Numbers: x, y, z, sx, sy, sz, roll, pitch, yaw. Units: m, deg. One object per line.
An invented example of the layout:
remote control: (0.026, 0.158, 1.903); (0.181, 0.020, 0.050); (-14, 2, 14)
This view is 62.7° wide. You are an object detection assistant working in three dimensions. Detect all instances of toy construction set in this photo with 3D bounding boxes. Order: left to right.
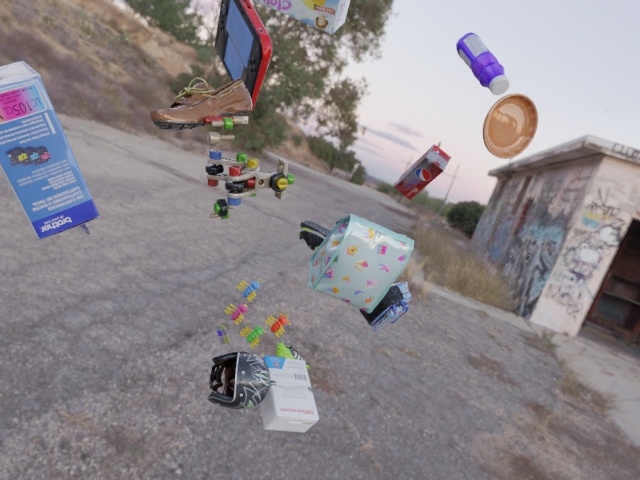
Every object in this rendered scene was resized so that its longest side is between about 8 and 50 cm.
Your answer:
toy construction set: (-0.218, -0.238, 1.626); (0.237, 0.308, 0.257); (-9, 1, -27)

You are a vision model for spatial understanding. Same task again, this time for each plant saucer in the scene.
plant saucer: (0.579, -0.353, 1.621); (0.200, 0.200, 0.037); (21, 11, -28)

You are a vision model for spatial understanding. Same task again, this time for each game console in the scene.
game console: (-0.311, -0.743, 2.019); (0.060, 0.342, 0.386); (-12, 64, -31)

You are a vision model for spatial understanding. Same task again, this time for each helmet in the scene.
helmet: (-0.216, 0.381, 1.434); (0.162, 0.169, 0.169); (-11, -8, 21)

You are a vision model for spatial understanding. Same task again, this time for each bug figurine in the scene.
bug figurine: (-0.269, 0.308, 2.200); (0.279, 0.216, 0.072); (50, 9, 12)

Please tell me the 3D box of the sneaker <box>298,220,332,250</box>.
sneaker: (0.000, 0.000, 2.107); (0.084, 0.097, 0.235); (-3, 25, -44)

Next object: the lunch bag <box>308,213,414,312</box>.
lunch bag: (0.116, 0.052, 1.530); (0.223, 0.262, 0.160); (23, 33, -16)

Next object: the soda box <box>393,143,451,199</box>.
soda box: (0.400, -0.266, 2.079); (0.092, 0.083, 0.263); (37, -29, -5)

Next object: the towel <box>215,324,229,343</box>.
towel: (-0.411, 0.395, 2.205); (0.060, 0.083, 0.009); (-13, 6, 41)

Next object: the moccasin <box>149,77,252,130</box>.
moccasin: (-0.373, -0.439, 1.660); (0.139, 0.147, 0.380); (7, 28, 45)

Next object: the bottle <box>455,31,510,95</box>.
bottle: (0.571, -0.616, 1.843); (0.118, 0.092, 0.282); (36, 28, -43)

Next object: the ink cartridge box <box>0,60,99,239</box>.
ink cartridge box: (-0.654, -0.183, 1.211); (0.151, 0.395, 0.270); (-24, 35, -25)

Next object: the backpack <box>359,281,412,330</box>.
backpack: (0.240, 0.216, 1.807); (0.173, 0.158, 0.117); (-12, 62, -44)

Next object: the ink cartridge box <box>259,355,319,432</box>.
ink cartridge box: (-0.105, 0.458, 1.569); (0.148, 0.086, 0.203); (17, 38, -32)

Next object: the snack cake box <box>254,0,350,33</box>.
snack cake box: (-0.060, -0.587, 1.161); (0.264, 0.152, 0.089); (25, 48, 6)

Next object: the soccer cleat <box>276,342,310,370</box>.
soccer cleat: (-0.088, 0.392, 1.762); (0.179, 0.060, 0.072); (43, 31, -49)
